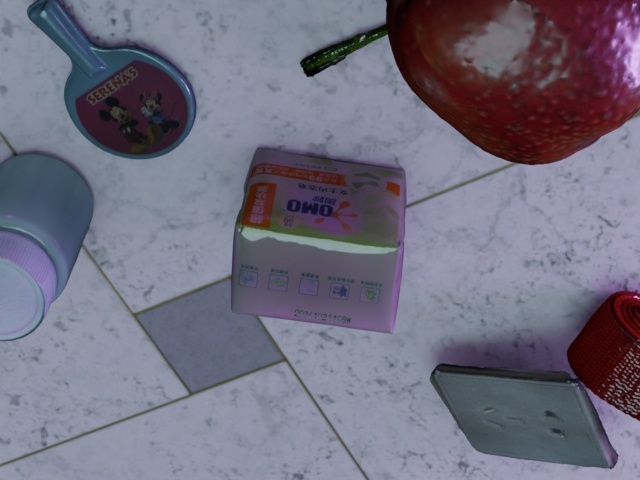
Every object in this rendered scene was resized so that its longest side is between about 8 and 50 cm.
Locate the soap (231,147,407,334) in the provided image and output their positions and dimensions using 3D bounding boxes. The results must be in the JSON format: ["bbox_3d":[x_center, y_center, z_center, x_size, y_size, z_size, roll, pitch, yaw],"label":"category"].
[{"bbox_3d":[0.000,0.000,1.768,0.199,0.182,0.138,9,124,0],"label":"soap"}]

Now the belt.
[{"bbox_3d":[0.419,0.144,1.850,0.201,0.128,0.124,27,125,-4],"label":"belt"}]

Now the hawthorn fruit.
[{"bbox_3d":[0.177,-0.230,1.510,0.369,0.285,0.285,12,128,-30],"label":"hawthorn fruit"}]

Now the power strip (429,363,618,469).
[{"bbox_3d":[0.269,0.212,1.943,0.213,0.064,0.198,3,143,31],"label":"power strip"}]

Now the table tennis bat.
[{"bbox_3d":[-0.250,-0.191,1.758,0.153,0.040,0.244,-28,122,24],"label":"table tennis bat"}]

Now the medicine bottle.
[{"bbox_3d":[-0.359,0.005,1.787,0.139,0.225,0.139,3,123,4],"label":"medicine bottle"}]

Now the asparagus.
[{"bbox_3d":[0.078,-0.241,1.693,0.233,0.023,0.022,-24,163,21],"label":"asparagus"}]
